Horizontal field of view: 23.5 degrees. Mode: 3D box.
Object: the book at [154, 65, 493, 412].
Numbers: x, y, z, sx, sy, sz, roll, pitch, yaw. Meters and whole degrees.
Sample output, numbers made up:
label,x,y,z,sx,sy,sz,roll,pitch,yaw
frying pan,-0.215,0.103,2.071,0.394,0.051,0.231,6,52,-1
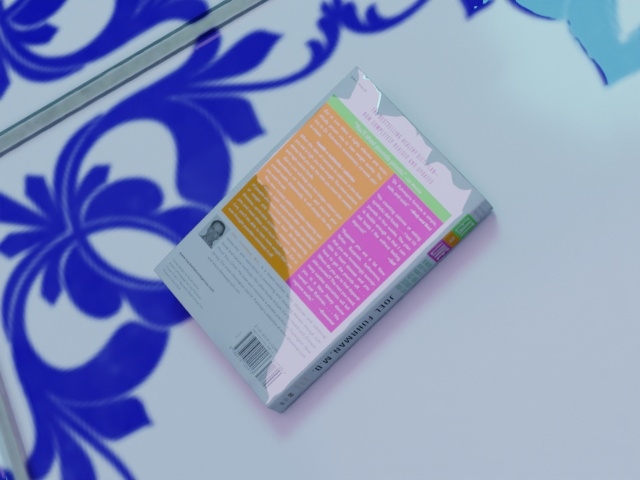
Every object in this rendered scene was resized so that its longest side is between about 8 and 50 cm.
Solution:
label,x,y,z,sx,sy,sz,roll,pitch,yaw
book,0.000,0.000,0.753,0.144,0.035,0.096,-43,67,5
